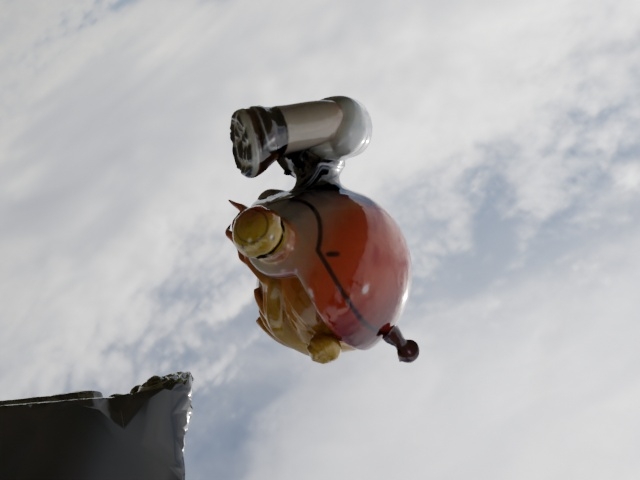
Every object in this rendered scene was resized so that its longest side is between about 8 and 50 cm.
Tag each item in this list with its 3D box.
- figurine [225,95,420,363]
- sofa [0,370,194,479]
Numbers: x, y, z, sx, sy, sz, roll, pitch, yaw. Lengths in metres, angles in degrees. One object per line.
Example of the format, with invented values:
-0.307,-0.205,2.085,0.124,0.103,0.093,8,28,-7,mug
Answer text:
0.004,-0.003,1.094,0.196,0.323,0.320,-10,-177,18,figurine
-0.190,0.174,0.472,0.182,0.258,0.200,-19,-107,61,sofa
